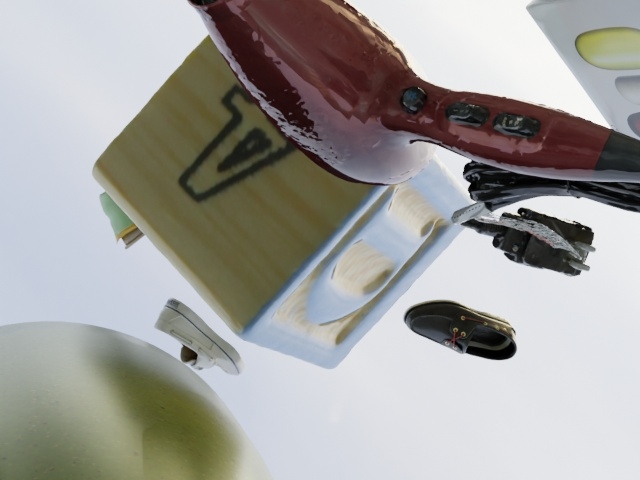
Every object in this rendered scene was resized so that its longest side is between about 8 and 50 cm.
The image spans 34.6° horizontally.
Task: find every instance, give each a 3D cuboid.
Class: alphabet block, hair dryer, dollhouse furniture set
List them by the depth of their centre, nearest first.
[{"bbox_3d":[0.069,-0.069,0.510,0.293,0.223,0.080,22,-104,-14],"label":"hair dryer"},{"bbox_3d":[-0.023,-0.040,0.823,0.193,0.192,0.197,-47,-116,3],"label":"alphabet block"},{"bbox_3d":[-0.201,-0.054,1.164,0.076,0.151,0.058,60,-157,11],"label":"dollhouse furniture set"}]

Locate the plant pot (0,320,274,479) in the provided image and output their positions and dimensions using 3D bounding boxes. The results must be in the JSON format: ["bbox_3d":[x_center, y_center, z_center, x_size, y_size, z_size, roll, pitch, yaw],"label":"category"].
[{"bbox_3d":[-0.111,0.183,0.462,0.274,0.293,0.275,0,-91,-20],"label":"plant pot"}]

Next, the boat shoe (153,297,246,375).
[{"bbox_3d":[-0.099,0.087,0.829,0.035,0.100,0.035,18,-114,43],"label":"boat shoe"}]

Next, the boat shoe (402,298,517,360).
[{"bbox_3d":[0.156,0.099,1.132,0.133,0.049,0.042,14,-149,-14],"label":"boat shoe"}]

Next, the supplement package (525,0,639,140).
[{"bbox_3d":[0.300,-0.152,0.747,0.149,0.203,0.194,-45,-71,-9],"label":"supplement package"}]
